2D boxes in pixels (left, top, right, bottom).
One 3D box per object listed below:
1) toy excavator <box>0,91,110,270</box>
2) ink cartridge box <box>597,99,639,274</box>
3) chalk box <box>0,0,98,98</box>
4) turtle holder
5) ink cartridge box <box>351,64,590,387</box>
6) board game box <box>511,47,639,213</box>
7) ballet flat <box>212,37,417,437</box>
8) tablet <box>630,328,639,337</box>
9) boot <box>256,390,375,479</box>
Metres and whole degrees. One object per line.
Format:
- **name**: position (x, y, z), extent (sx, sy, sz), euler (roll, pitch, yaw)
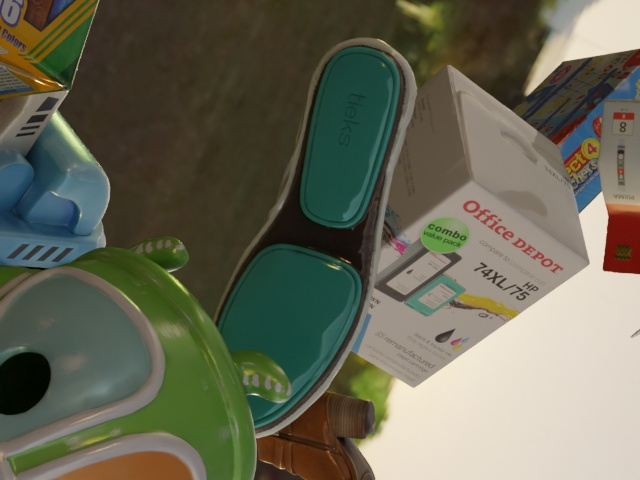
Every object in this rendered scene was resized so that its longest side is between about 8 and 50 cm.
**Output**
- **toy excavator**: position (-0.382, -0.114, 1.879), extent (0.445, 0.222, 0.433), euler (-50, 154, 18)
- **ink cartridge box**: position (0.352, -0.053, 1.548), extent (0.045, 0.145, 0.179), euler (9, 86, -56)
- **chalk box**: position (-0.281, -0.280, 1.247), extent (0.179, 0.180, 0.289), euler (39, 59, -45)
- **turtle holder**: position (-0.202, 0.113, 1.190), extent (0.227, 0.320, 0.243), euler (-19, 164, -40)
- **ink cartridge box**: position (0.125, -0.013, 1.698), extent (0.270, 0.198, 0.197), euler (-39, -145, 29)
- **board game box**: position (0.306, -0.118, 2.022), extent (0.302, 0.086, 0.308), euler (-44, -168, -9)
- **ballet flat**: position (0.000, 0.000, 1.478), extent (0.139, 0.139, 0.400), euler (-46, 155, -86)
- **tablet**: position (0.419, 0.100, 1.886), extent (0.054, 0.006, 0.083), euler (-25, 167, -13)
- **boot**: position (-0.010, 0.286, 1.915), extent (0.073, 0.152, 0.197), euler (13, 80, -67)
